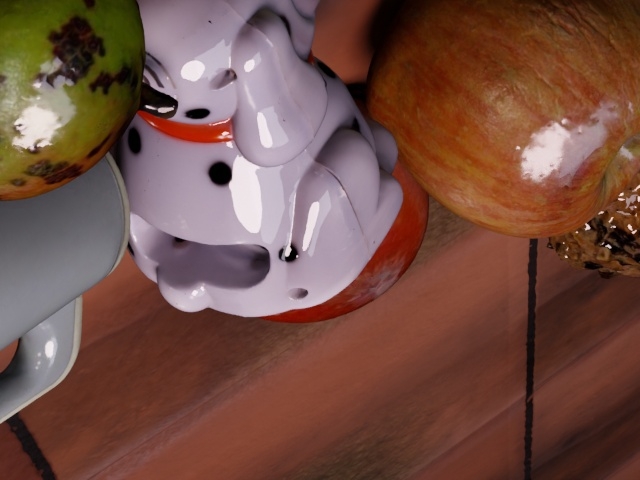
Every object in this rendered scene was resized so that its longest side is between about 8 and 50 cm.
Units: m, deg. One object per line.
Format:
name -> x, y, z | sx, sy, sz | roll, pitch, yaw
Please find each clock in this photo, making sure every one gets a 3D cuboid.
clock -> -0.060, -0.095, 1.188 | 0.189, 0.189, 0.254 | -31, 142, -15

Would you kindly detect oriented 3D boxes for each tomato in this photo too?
tomato -> 0.000, 0.000, 1.484 | 0.199, 0.112, 0.228 | -40, 153, 10

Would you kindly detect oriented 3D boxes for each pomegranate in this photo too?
pomegranate -> -0.185, -0.087, 1.021 | 0.220, 0.156, 0.156 | -20, 151, -41

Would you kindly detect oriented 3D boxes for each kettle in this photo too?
kettle -> -0.226, 0.036, 1.141 | 0.243, 0.160, 0.211 | -26, 123, -47

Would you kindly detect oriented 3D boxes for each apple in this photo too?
apple -> 0.145, -0.108, 1.388 | 0.211, 0.188, 0.211 | -41, 161, -17

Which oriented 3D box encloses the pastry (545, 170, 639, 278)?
pastry -> 0.305, -0.064, 1.708 | 0.274, 0.193, 0.275 | 4, 172, 1
